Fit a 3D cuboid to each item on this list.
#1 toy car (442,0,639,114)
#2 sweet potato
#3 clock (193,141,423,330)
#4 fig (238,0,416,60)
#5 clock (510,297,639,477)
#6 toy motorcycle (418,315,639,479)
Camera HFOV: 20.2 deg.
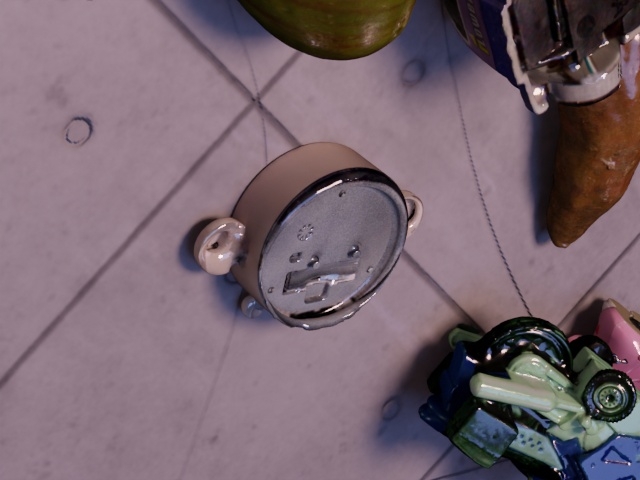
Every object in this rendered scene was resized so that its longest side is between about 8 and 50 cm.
[{"bbox_3d":[0.205,-0.234,1.440,0.235,0.158,0.172,-35,135,-17],"label":"toy car"},{"bbox_3d":[0.248,-0.109,1.605,0.097,0.097,0.292,-16,127,-30],"label":"sweet potato"},{"bbox_3d":[0.000,0.000,1.504,0.229,0.063,0.156,-7,121,-34],"label":"clock"},{"bbox_3d":[-0.050,-0.217,1.307,0.259,0.151,0.151,7,116,-11],"label":"fig"},{"bbox_3d":[0.291,0.174,1.826,0.195,0.100,0.194,-49,136,11],"label":"clock"},{"bbox_3d":[0.246,0.203,1.700,0.331,0.125,0.196,31,103,-18],"label":"toy motorcycle"}]
